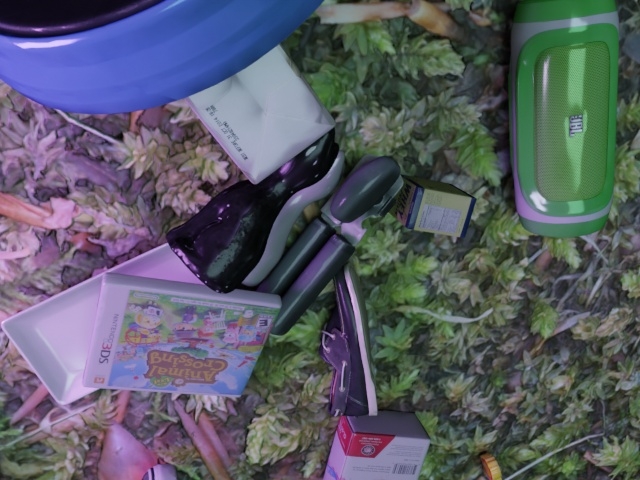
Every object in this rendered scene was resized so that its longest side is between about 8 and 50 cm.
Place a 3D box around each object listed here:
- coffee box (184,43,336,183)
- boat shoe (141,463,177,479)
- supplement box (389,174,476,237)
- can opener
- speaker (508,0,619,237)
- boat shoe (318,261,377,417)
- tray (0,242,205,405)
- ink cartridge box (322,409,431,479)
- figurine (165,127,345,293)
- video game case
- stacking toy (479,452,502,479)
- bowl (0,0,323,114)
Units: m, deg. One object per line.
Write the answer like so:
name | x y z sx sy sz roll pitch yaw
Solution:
coffee box | -0.088 -0.163 0.636 0.098 0.246 0.141 -37 113 0
boat shoe | -0.292 0.464 0.875 0.119 0.121 0.335 14 107 -21
supplement box | 0.146 -0.047 0.816 0.083 0.083 0.056 9 106 -16
can opener | 0.000 0.000 0.799 0.280 0.074 0.093 -53 150 11
speaker | 0.314 -0.160 0.793 0.131 0.131 0.296 -12 111 -8
boat shoe | 0.033 0.144 0.860 0.079 0.084 0.233 -4 107 8
tray | -0.256 0.101 0.808 0.270 0.030 0.145 -26 111 -3
ink cartridge box | 0.079 0.356 0.947 0.128 0.072 0.175 10 106 -16
figurine | -0.051 -0.042 0.724 0.209 0.215 0.092 -44 85 4
video game case | -0.178 0.129 0.775 0.213 0.023 0.193 9 128 -21
stacking toy | 0.238 0.476 1.036 0.167 0.052 0.221 -20 112 -5
bowl | -0.148 -0.290 0.522 0.391 0.391 0.077 -35 151 1
